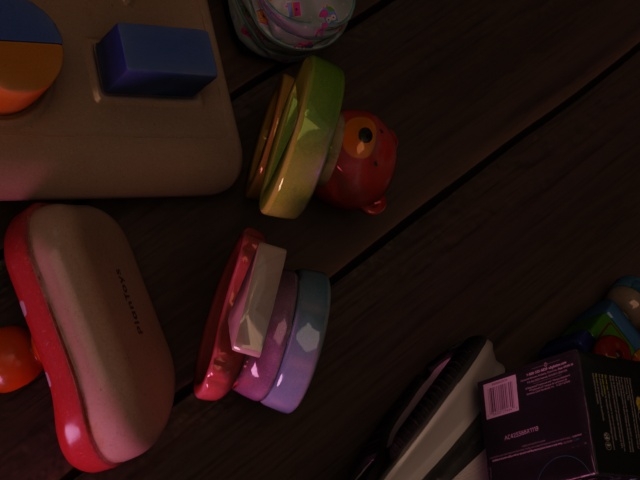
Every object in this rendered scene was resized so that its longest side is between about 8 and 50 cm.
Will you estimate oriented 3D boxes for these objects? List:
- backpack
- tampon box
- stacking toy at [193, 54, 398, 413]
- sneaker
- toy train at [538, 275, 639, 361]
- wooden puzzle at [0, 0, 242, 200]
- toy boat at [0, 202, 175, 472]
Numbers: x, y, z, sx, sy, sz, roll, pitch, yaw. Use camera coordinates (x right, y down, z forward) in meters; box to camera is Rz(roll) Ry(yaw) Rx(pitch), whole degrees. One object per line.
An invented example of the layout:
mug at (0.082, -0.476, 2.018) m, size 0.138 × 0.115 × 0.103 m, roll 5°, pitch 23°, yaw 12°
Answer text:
backpack at (-0.034, -0.266, 1.073) m, size 0.152 × 0.115 × 0.182 m, roll -1°, pitch 82°, yaw -18°
tampon box at (0.235, 0.163, 0.945) m, size 0.161 × 0.120 × 0.101 m, roll 13°, pitch 63°, yaw -35°
stacking toy at (0.000, 0.000, 0.948) m, size 0.130 × 0.279 × 0.309 m, roll 17°, pitch 80°, yaw -10°
sneaker at (0.097, 0.322, 0.965) m, size 0.257 × 0.169 × 0.447 m, roll 43°, pitch 69°, yaw -2°
toy train at (0.340, 0.163, 1.110) m, size 0.248 × 0.105 × 0.143 m, roll 51°, pitch 56°, yaw -5°
wooden puzzle at (-0.220, -0.212, 0.966) m, size 0.322 × 0.080 × 0.348 m, roll -3°, pitch 78°, yaw -39°
toy boat at (-0.226, 0.089, 0.956) m, size 0.151 × 0.151 × 0.231 m, roll -22°, pitch 85°, yaw 12°
